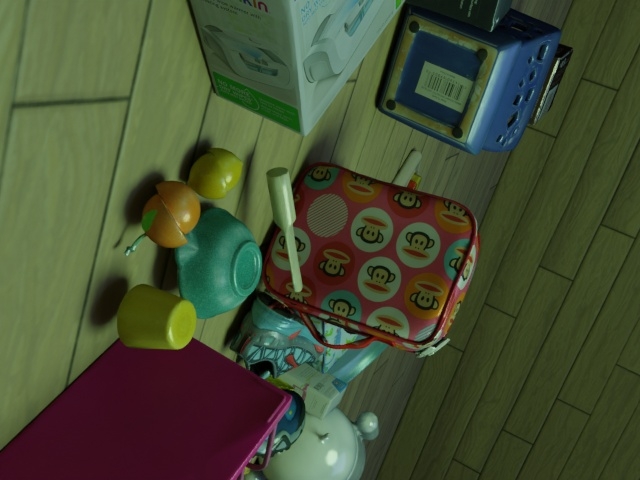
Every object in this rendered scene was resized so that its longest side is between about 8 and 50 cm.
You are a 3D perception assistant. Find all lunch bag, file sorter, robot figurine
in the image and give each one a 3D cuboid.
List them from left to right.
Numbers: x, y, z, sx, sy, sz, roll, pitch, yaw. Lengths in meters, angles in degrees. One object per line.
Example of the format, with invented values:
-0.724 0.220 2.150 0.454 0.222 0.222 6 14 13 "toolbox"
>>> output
-0.201 0.270 0.849 0.291 0.202 0.182 -48 159 -42 "file sorter"
-0.014 0.436 1.603 0.300 0.200 0.353 -29 158 -1 "robot figurine"
0.020 0.126 1.449 0.176 0.090 0.219 -45 148 -39 "lunch bag"
0.069 0.041 1.139 0.258 0.293 0.120 -67 162 -7 "lunch bag"

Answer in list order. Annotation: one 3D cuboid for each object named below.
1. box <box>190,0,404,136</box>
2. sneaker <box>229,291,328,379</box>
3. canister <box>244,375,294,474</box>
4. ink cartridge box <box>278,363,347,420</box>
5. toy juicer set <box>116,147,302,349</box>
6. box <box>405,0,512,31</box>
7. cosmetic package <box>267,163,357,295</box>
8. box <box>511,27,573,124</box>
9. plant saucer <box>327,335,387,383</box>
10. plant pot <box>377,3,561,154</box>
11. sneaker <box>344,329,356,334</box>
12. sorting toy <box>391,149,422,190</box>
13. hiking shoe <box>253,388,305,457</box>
-0.008 -0.286 0.775 0.262 0.126 0.231 -56 162 -23 "box"
-0.078 0.170 1.273 0.125 0.104 0.262 -52 153 -5 "sneaker"
-0.124 0.316 1.340 0.170 0.073 0.126 -62 162 -2 "canister"
-0.022 0.285 1.510 0.088 0.122 0.052 -25 141 -63 "ink cartridge box"
-0.121 -0.008 0.919 0.329 0.089 0.209 -20 115 -62 "toy juicer set"
0.224 -0.431 1.188 0.093 0.158 0.156 -50 158 -39 "box"
0.000 0.000 1.287 0.239 0.060 0.099 -63 161 -7 "cosmetic package"
0.463 -0.400 1.844 0.168 0.203 0.167 -38 149 -55 "box"
0.082 0.235 1.741 0.317 0.044 0.317 -38 158 -18 "plant saucer"
0.243 -0.286 1.332 0.212 0.236 0.236 -28 142 -54 "plant pot"
0.077 0.059 1.328 0.106 0.078 0.234 -16 115 -57 "sneaker"
0.181 -0.075 1.746 0.193 0.038 0.208 -57 161 -22 "sorting toy"
-0.113 0.250 1.151 0.304 0.113 0.132 -3 105 -57 "hiking shoe"
